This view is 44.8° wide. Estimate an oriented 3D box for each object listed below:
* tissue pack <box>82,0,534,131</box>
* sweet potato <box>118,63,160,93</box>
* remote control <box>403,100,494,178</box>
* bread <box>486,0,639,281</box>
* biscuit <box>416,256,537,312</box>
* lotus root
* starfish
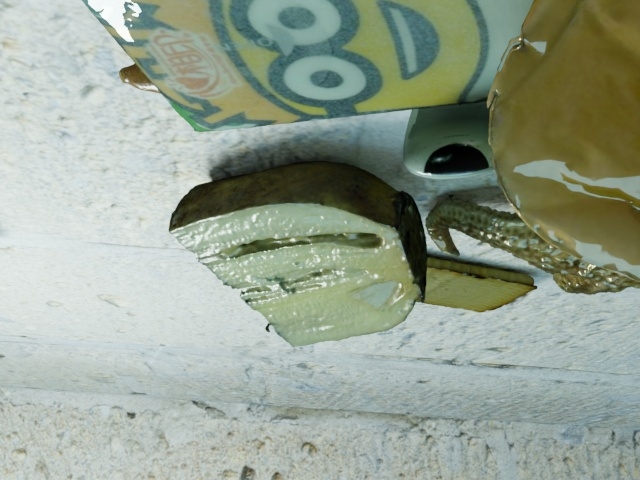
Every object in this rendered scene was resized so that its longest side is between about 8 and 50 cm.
[{"bbox_3d":[0.009,-0.184,0.535,0.311,0.128,0.228,-4,157,17],"label":"tissue pack"},{"bbox_3d":[-0.087,-0.160,0.715,0.202,0.058,0.055,-6,114,12],"label":"sweet potato"},{"bbox_3d":[0.119,-0.105,0.639,0.097,0.256,0.045,-6,115,13],"label":"remote control"},{"bbox_3d":[0.227,-0.119,0.437,0.204,0.156,0.288,26,116,11],"label":"bread"},{"bbox_3d":[0.206,0.071,1.271,0.254,0.029,0.172,11,156,-17],"label":"biscuit"},{"bbox_3d":[0.003,-0.010,0.959,0.260,0.149,0.267,-17,133,32],"label":"lotus root"},{"bbox_3d":[0.366,0.034,1.015,0.432,0.082,0.324,18,167,-27],"label":"starfish"}]
